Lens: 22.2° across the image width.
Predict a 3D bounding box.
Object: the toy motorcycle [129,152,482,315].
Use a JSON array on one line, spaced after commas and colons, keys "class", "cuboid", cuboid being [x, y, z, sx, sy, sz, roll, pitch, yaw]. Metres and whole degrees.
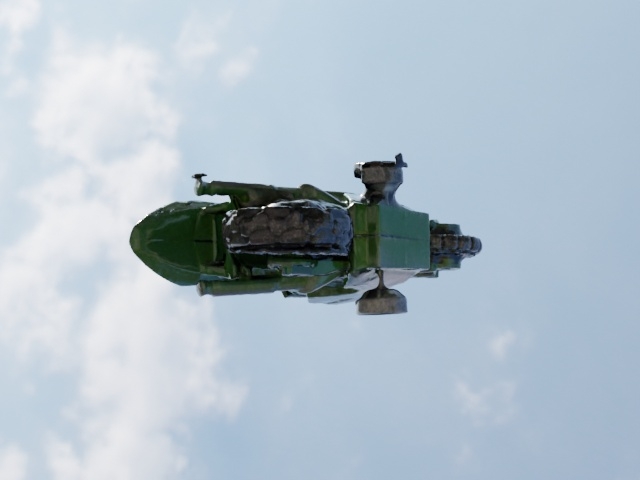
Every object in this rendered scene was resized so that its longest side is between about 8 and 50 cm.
[{"class": "toy motorcycle", "cuboid": [0.000, 0.000, 0.783, 0.106, 0.190, 0.074, -3, -95, 30]}]
